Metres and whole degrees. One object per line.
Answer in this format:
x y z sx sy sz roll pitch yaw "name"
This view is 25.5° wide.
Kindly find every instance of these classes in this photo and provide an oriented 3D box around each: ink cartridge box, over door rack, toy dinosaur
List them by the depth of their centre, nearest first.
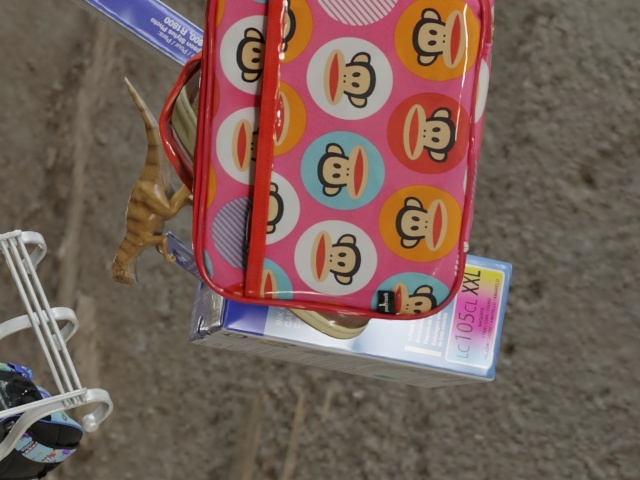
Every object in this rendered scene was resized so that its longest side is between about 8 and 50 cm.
-0.397 0.115 1.391 0.239 0.324 0.108 60 142 34 "over door rack"
-0.164 -0.047 1.424 0.064 0.112 0.212 -92 14 -79 "toy dinosaur"
-0.004 0.073 1.715 0.270 0.395 0.151 151 128 -74 "ink cartridge box"
-0.280 -0.333 1.978 0.071 0.324 0.330 -57 8 0 "ink cartridge box"

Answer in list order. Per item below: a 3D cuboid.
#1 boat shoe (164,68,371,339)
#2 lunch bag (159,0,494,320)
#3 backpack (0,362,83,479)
-0.033 -0.058 1.495 0.123 0.123 0.342 -40 74 32 "boat shoe"
0.000 -0.092 1.124 0.120 0.258 0.293 -66 -19 -72 "lunch bag"
-0.365 0.218 1.617 0.158 0.173 0.117 -40 64 14 "backpack"
